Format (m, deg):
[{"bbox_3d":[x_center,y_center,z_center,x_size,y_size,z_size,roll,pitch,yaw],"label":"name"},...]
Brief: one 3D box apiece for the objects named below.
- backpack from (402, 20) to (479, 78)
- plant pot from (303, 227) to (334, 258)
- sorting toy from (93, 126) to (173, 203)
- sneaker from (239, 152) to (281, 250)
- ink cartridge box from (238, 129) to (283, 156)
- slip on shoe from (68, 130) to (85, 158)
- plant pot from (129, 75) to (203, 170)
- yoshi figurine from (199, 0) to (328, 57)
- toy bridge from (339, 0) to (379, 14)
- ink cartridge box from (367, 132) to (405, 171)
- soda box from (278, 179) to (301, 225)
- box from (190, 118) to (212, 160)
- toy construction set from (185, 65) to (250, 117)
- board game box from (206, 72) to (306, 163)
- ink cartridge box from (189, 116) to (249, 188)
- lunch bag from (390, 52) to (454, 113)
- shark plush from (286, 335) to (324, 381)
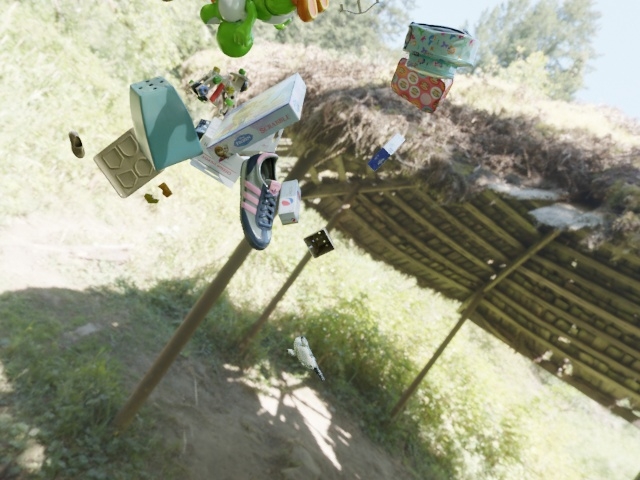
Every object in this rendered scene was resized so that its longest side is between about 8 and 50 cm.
[{"bbox_3d":[0.456,-0.713,1.751,0.253,0.191,0.225,19,19,32],"label":"backpack"},{"bbox_3d":[0.000,0.000,2.104,0.109,0.109,0.096,60,18,-14],"label":"plant pot"},{"bbox_3d":[-0.753,-0.278,1.909,0.307,0.229,0.041,56,7,-7],"label":"sorting toy"},{"bbox_3d":[-0.183,-0.131,1.480,0.131,0.319,0.112,-15,-14,39],"label":"sneaker"},{"bbox_3d":[-0.217,-0.382,1.742,0.179,0.145,0.045,9,-21,25],"label":"ink cartridge box"},{"bbox_3d":[-1.029,-0.400,1.971,0.041,0.051,0.135,34,-42,24],"label":"slip on shoe"},{"bbox_3d":[-0.502,-0.380,1.466,0.165,0.165,0.234,43,-29,39],"label":"plant pot"},{"bbox_3d":[-0.166,-0.620,1.315,0.362,0.203,0.203,-1,-12,23],"label":"yoshi figurine"},{"bbox_3d":[0.181,-1.088,2.161,0.026,0.188,0.063,-84,162,-53],"label":"toy bridge"},{"bbox_3d":[0.258,-0.347,1.810,0.046,0.097,0.207,44,38,-3],"label":"ink cartridge box"},{"bbox_3d":[-0.129,-0.161,1.965,0.216,0.073,0.069,-89,166,-47],"label":"soda box"},{"bbox_3d":[-0.460,-0.444,2.198,0.270,0.165,0.143,14,39,-5],"label":"box"},{"bbox_3d":[-0.436,-0.712,2.116,0.257,0.237,0.309,34,0,-24],"label":"toy construction set"},{"bbox_3d":[-0.208,-0.421,1.571,0.066,0.318,0.318,56,20,-30],"label":"board game box"},{"bbox_3d":[-0.403,-0.369,1.930,0.207,0.119,0.353,31,23,-19],"label":"ink cartridge box"},{"bbox_3d":[0.512,-0.810,2.337,0.293,0.120,0.258,39,-27,11],"label":"lunch bag"},{"bbox_3d":[-0.030,0.361,1.444,0.161,0.073,0.067,38,3,29],"label":"shark plush"}]
